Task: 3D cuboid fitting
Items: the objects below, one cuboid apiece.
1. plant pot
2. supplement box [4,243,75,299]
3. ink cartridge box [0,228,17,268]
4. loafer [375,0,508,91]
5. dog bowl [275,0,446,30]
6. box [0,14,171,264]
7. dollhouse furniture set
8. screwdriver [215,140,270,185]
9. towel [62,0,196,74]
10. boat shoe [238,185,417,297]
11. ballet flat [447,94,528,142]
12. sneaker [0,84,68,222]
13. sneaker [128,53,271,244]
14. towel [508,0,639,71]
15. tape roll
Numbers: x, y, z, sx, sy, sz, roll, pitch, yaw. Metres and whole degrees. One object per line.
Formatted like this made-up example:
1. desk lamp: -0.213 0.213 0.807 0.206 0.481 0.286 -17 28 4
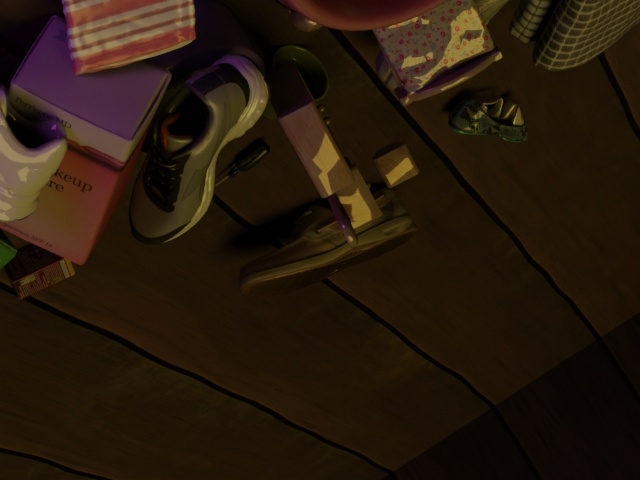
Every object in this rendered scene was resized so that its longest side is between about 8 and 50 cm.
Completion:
1. plant pot: -0.044 -0.193 2.040 0.083 0.083 0.079 -9 159 -38
2. supplement box: -0.375 0.035 2.132 0.083 0.043 0.055 -25 155 -12
3. ink cartridge box: -0.511 0.002 1.800 0.211 0.121 0.289 -42 154 1
4. loafer: 0.183 -0.323 2.027 0.319 0.112 0.111 -47 -170 19
5. dog bowl: 0.066 -0.388 1.629 0.408 0.150 0.408 -25 146 -18
6. box: -0.282 -0.108 1.795 0.232 0.148 0.127 -60 -175 47
7. dollhouse furniture set: 0.126 -0.195 1.910 0.355 0.174 0.303 -27 117 3
8. screwdriver: -0.134 -0.081 2.207 0.170 0.024 0.025 -39 125 23
9. towel: -0.206 -0.278 1.673 0.144 0.029 0.197 -19 125 -24
10. boat shoe: 0.000 0.000 2.421 0.302 0.098 0.109 -21 167 -23
11. ballet flat: 0.266 -0.186 2.405 0.070 0.070 0.188 -45 155 29
12. sneaker: -0.394 -0.136 1.643 0.297 0.111 0.129 27 122 -31
13. sneaker: -0.164 -0.101 1.841 0.108 0.100 0.271 -22 151 -50
14. towel: 0.405 -0.361 2.099 0.283 0.121 0.235 -31 161 -23
15. tape roll: -0.165 -0.192 1.896 0.189 0.080 0.189 -24 154 -13
